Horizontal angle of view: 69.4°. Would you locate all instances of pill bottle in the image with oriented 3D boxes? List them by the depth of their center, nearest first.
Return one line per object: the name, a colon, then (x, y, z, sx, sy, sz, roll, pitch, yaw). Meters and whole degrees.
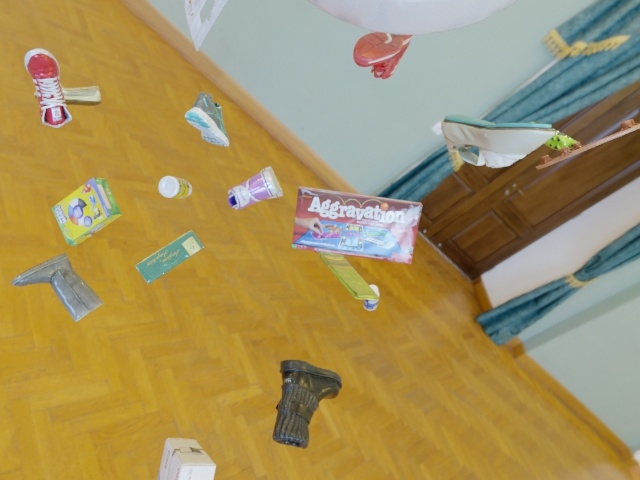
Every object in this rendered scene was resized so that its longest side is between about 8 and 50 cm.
pill bottle: (-0.436, -0.159, 1.406, 0.065, 0.065, 0.116, 52, 8, 3)
pill bottle: (0.228, 0.254, 2.076, 0.067, 0.120, 0.067, 1, 46, -1)

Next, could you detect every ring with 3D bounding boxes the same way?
ring: (0.742, -0.272, 1.229, 0.337, 0.337, 0.032, -22, 88, -60)

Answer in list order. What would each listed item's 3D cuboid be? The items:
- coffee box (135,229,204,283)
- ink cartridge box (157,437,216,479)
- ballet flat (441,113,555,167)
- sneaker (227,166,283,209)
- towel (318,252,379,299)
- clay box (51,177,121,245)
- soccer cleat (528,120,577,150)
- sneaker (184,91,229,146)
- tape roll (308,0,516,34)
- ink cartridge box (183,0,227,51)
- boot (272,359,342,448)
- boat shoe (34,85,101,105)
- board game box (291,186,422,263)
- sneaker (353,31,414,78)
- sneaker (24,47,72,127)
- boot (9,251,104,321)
coffee box: (-0.280, 0.029, 0.850, 0.113, 0.184, 0.040, -35, 101, -17)
ink cartridge box: (-0.319, 0.558, 1.073, 0.082, 0.191, 0.139, 16, 79, -28)
ballet flat: (0.281, -0.159, 0.759, 0.086, 0.086, 0.248, 36, 5, -23)
sneaker: (-0.210, -0.159, 1.450, 0.282, 0.161, 0.102, -68, 134, -85)
towel: (0.089, 0.107, 1.469, 0.102, 0.021, 0.237, 5, 29, -36)
clay box: (-0.715, -0.080, 1.393, 0.127, 0.222, 0.053, 63, 19, 5)
soccer cleat: (0.718, -0.325, 1.448, 0.073, 0.060, 0.178, -3, 34, -19)
sneaker: (-0.235, -0.265, 1.022, 0.065, 0.076, 0.166, 15, -11, 10)
tape roll: (0.109, -0.429, 0.516, 0.392, 0.392, 0.072, 54, -1, 8)
ink cartridge box: (-0.272, -0.717, 1.142, 0.091, 0.308, 0.384, -13, 92, -29)
boot: (-0.041, 0.571, 1.575, 0.348, 0.131, 0.259, 37, 44, -47)
boat shoe: (-0.635, -0.371, 1.165, 0.153, 0.056, 0.048, -9, 94, -39)
board game box: (0.081, -0.034, 1.066, 0.282, 0.144, 0.027, 7, 15, 0)
sneaker: (0.143, -0.419, 1.086, 0.087, 0.128, 0.221, 39, 54, 17)
sneaker: (-0.384, -0.209, 0.657, 0.042, 0.118, 0.066, -16, 75, -26)
boot: (-0.808, 0.162, 1.428, 0.190, 0.076, 0.208, -33, 105, -36)
